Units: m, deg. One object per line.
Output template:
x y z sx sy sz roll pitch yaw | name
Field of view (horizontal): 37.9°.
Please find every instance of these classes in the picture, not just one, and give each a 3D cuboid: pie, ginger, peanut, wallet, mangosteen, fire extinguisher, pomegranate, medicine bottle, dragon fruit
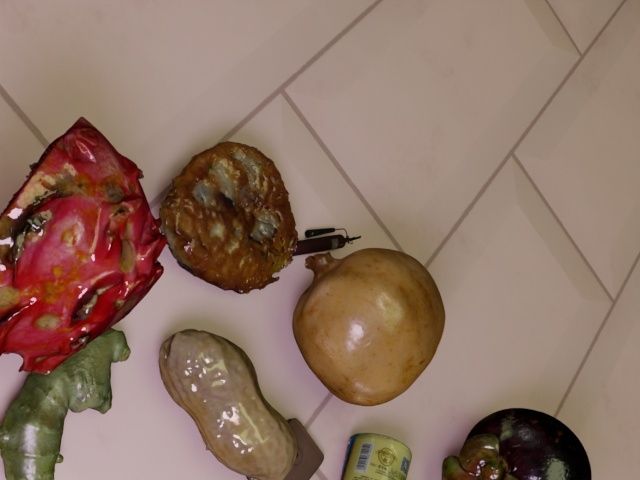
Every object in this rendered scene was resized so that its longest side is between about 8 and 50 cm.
-0.161 -0.047 1.695 0.308 0.085 0.308 14 69 -41 | pie
-0.390 0.242 1.422 0.290 0.089 0.137 -57 132 -39 | ginger
-0.151 0.278 1.566 0.149 0.149 0.313 -38 96 -40 | peanut
-0.062 0.403 1.670 0.118 0.039 0.153 55 52 -15 | wallet
0.397 0.474 1.868 0.288 0.288 0.288 13 69 -36 | mangosteen
0.000 0.000 1.851 0.173 0.035 0.049 -9 44 -40 | fire extinguisher
0.092 0.160 1.724 0.307 0.307 0.307 13 69 -36 | pomegranate
0.086 0.483 1.714 0.124 0.124 0.239 34 58 -26 | medicine bottle
-0.364 0.030 1.313 0.249 0.386 0.371 35 29 -12 | dragon fruit
